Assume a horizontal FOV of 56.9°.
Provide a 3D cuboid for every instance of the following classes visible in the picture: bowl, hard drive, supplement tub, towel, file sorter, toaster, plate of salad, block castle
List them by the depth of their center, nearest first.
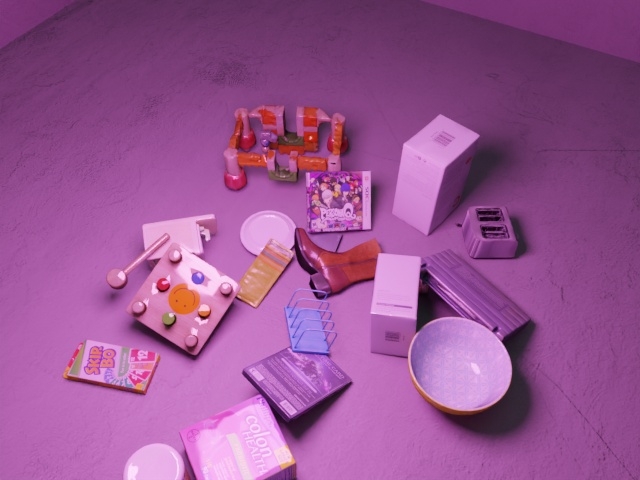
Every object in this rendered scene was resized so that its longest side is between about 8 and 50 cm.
[{"bbox_3d":[-0.397,0.603,1.458,0.144,0.200,0.144,1,50,-2],"label":"supplement tub"},{"bbox_3d":[0.383,0.382,1.695,0.289,0.156,0.290,2,52,-2],"label":"bowl"},{"bbox_3d":[-0.028,0.244,1.791,0.118,0.104,0.170,9,40,-22],"label":"file sorter"},{"bbox_3d":[-0.188,0.105,1.956,0.102,0.021,0.237,29,65,12],"label":"towel"},{"bbox_3d":[0.585,-0.028,2.067,0.185,0.110,0.168,0,50,-2],"label":"toaster"},{"bbox_3d":[-0.181,-0.020,2.070,0.199,0.048,0.200,2,55,-2],"label":"plate of salad"},{"bbox_3d":[0.000,0.000,2.078,0.135,0.022,0.094,16,52,10],"label":"hard drive"},{"bbox_3d":[-0.125,-0.326,2.224,0.453,0.213,0.303,4,55,3],"label":"block castle"}]

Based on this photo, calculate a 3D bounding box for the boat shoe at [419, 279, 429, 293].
[{"bbox_3d":[0.313,0.120,1.974,0.045,0.050,0.135,-17,53,-22],"label":"boat shoe"}]

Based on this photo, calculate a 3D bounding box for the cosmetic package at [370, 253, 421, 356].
[{"bbox_3d":[0.227,0.196,1.791,0.138,0.224,0.225,6,50,10],"label":"cosmetic package"}]

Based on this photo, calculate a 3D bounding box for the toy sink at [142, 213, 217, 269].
[{"bbox_3d":[-0.451,0.015,1.948,0.234,0.153,0.131,-9,73,-10],"label":"toy sink"}]

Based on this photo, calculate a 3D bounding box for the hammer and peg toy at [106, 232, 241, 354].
[{"bbox_3d":[-0.451,0.140,1.775,0.361,0.127,0.266,34,77,0],"label":"hammer and peg toy"}]

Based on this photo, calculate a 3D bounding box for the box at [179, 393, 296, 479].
[{"bbox_3d":[-0.216,0.562,1.551,0.242,0.117,0.214,-20,54,-18],"label":"box"}]

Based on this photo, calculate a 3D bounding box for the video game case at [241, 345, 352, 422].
[{"bbox_3d":[-0.062,0.389,1.683,0.196,0.026,0.274,40,33,26],"label":"video game case"}]

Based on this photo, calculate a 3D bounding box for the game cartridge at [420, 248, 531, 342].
[{"bbox_3d":[0.476,0.173,1.869,0.355,0.068,0.230,44,30,26],"label":"game cartridge"}]

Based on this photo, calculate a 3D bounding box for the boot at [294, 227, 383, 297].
[{"bbox_3d":[0.069,0.037,1.989,0.280,0.096,0.264,-19,61,-17],"label":"boot"}]

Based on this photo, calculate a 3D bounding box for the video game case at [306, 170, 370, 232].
[{"bbox_3d":[0.065,-0.138,2.073,0.232,0.210,0.042,-3,8,-17],"label":"video game case"}]

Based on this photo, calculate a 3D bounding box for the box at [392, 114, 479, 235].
[{"bbox_3d":[0.396,-0.224,2.067,0.168,0.345,0.215,35,57,24],"label":"box"}]

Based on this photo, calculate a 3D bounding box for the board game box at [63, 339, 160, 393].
[{"bbox_3d":[-0.621,0.370,1.748,0.259,0.039,0.124,8,50,8],"label":"board game box"}]
